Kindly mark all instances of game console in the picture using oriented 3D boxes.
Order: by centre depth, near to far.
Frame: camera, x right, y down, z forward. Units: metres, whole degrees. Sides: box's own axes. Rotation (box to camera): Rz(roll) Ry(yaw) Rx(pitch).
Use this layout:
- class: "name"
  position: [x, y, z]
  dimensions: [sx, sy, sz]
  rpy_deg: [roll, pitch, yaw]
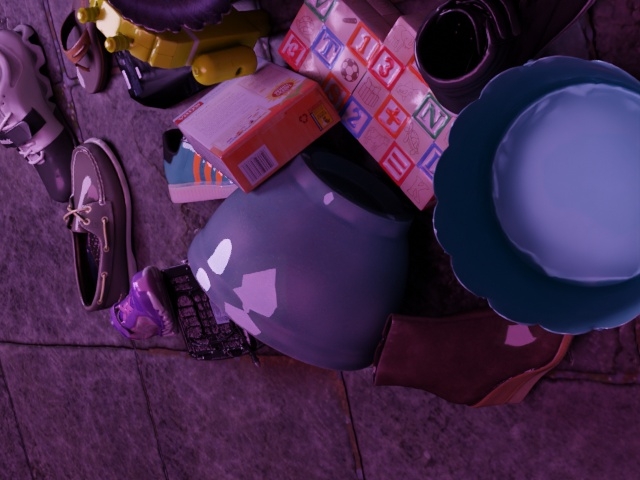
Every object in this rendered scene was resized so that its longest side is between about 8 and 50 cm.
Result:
- class: "game console"
  position: [-0.269, -0.390, 1.572]
  dimensions: [0.213, 0.044, 0.361]
  rpy_deg: [-17, 95, 43]

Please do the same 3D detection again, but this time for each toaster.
- class: "toaster"
  position: [-0.144, 0.102, 1.598]
  dimensions: [0.168, 0.110, 0.186]
  rpy_deg: [-14, 96, 45]

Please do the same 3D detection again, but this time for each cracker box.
- class: "cracker box"
  position: [-0.090, -0.160, 1.356]
  dimensions: [0.067, 0.155, 0.232]
  rpy_deg: [55, 172, -29]

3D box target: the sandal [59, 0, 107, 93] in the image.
- class: "sandal"
  position: [-0.395, -0.335, 1.672]
  dimensions: [0.090, 0.060, 0.219]
  rpy_deg: [49, 148, 26]

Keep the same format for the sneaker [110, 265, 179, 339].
- class: "sneaker"
  position: [-0.294, 0.115, 1.667]
  dimensions: [0.236, 0.104, 0.095]
  rpy_deg: [102, 154, -71]

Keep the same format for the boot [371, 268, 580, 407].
- class: "boot"
  position: [0.187, 0.114, 1.249]
  dimensions: [0.090, 0.206, 0.248]
  rpy_deg: [-92, 16, -49]

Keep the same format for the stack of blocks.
- class: "stack of blocks"
  position: [0.097, -0.208, 1.280]
  dimensions: [0.297, 0.087, 0.171]
  rpy_deg: [49, 131, 17]

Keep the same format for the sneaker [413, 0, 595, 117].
- class: "sneaker"
  position: [0.209, -0.259, 1.071]
  dimensions: [0.104, 0.147, 0.296]
  rpy_deg: [41, 105, 18]

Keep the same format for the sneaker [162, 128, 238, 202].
- class: "sneaker"
  position: [-0.139, -0.131, 1.506]
  dimensions: [0.302, 0.108, 0.121]
  rpy_deg: [-7, 106, 44]

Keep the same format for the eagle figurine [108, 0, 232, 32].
- class: "eagle figurine"
  position: [-0.225, -0.410, 1.322]
  dimensions: [0.298, 0.226, 0.225]
  rpy_deg: [54, 166, -21]

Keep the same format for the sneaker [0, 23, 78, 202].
- class: "sneaker"
  position: [-0.540, -0.212, 1.814]
  dimensions: [0.122, 0.146, 0.331]
  rpy_deg: [-18, 95, 43]

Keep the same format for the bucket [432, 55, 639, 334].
- class: "bucket"
  position: [0.266, -0.051, 1.074]
  dimensions: [0.281, 0.183, 0.281]
  rpy_deg: [3, 97, 23]

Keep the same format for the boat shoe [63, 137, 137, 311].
- class: "boat shoe"
  position: [-0.393, -0.024, 1.786]
  dimensions: [0.109, 0.091, 0.305]
  rpy_deg: [8, 111, 40]

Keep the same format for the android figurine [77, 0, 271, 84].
- class: "android figurine"
  position: [-0.198, -0.302, 1.380]
  dimensions: [0.248, 0.272, 0.056]
  rpy_deg: [44, 130, 19]

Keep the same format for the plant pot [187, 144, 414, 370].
- class: "plant pot"
  position: [0.000, 0.000, 1.333]
  dimensions: [0.293, 0.293, 0.196]
  rpy_deg: [41, 112, 23]
